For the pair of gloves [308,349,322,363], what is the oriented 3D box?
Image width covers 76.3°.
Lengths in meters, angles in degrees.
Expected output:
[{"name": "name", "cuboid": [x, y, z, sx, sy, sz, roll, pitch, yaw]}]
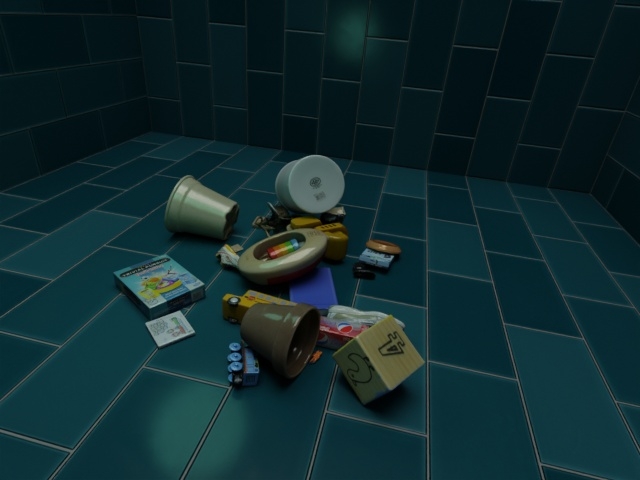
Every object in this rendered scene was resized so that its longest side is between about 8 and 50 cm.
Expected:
[{"name": "pair of gloves", "cuboid": [-0.041, 0.434, 1.549, 0.083, 0.010, 0.074, 21, 35, 29]}]

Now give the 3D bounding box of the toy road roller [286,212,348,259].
[{"name": "toy road roller", "cuboid": [0.000, 0.000, 2.133, 0.329, 0.203, 0.240, -12, 34, -30]}]

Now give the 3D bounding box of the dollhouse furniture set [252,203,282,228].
[{"name": "dollhouse furniture set", "cuboid": [-0.317, -0.151, 2.436, 0.151, 0.123, 0.144, 8, 29, 5]}]

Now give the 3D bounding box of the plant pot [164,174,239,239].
[{"name": "plant pot", "cuboid": [-0.629, -0.152, 2.238, 0.305, 0.334, 0.334, 19, 31, 3]}]

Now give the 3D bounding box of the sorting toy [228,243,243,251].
[{"name": "sorting toy", "cuboid": [-0.464, 0.039, 2.188, 0.062, 0.012, 0.083, -27, 45, -36]}]

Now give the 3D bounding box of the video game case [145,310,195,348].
[{"name": "video game case", "cuboid": [-0.594, 0.349, 1.609, 0.143, 0.019, 0.157, -18, 37, -34]}]

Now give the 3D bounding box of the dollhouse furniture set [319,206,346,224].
[{"name": "dollhouse furniture set", "cuboid": [0.084, -0.088, 2.417, 0.129, 0.129, 0.184, -5, 55, -18]}]

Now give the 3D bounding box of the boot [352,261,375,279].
[{"name": "boot", "cuboid": [0.218, 0.152, 2.063, 0.121, 0.045, 0.099, 8, 23, 2]}]

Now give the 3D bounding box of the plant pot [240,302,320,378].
[{"name": "plant pot", "cuboid": [-0.155, 0.331, 1.467, 0.229, 0.263, 0.263, 14, 30, 23]}]

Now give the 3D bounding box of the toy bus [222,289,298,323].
[{"name": "toy bus", "cuboid": [-0.232, 0.294, 1.670, 0.332, 0.108, 0.130, 13, 30, 15]}]

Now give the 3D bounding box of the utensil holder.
[{"name": "utensil holder", "cuboid": [-0.066, -0.307, 2.272, 0.327, 0.328, 0.385, -3, 5, -14]}]

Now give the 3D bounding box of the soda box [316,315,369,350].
[{"name": "soda box", "cuboid": [0.052, 0.367, 1.597, 0.263, 0.092, 0.083, 11, 30, 10]}]

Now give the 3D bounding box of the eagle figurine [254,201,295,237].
[{"name": "eagle figurine", "cuboid": [-0.209, -0.096, 2.276, 0.298, 0.226, 0.225, -11, -8, -38]}]

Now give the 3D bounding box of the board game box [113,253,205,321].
[{"name": "board game box", "cuboid": [-0.713, 0.197, 1.802, 0.336, 0.079, 0.253, 28, 36, 34]}]

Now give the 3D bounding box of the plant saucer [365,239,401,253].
[{"name": "plant saucer", "cuboid": [0.347, 0.031, 2.232, 0.200, 0.037, 0.200, 11, 8, -2]}]

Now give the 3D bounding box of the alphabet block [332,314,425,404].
[{"name": "alphabet block", "cuboid": [0.195, 0.404, 1.386, 0.193, 0.192, 0.197, -21, 68, -40]}]

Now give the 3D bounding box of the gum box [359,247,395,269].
[{"name": "gum box", "cuboid": [0.303, 0.089, 2.150, 0.157, 0.041, 0.184, 15, 20, 17]}]

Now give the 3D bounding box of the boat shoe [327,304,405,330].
[{"name": "boat shoe", "cuboid": [0.181, 0.343, 1.661, 0.320, 0.118, 0.103, 11, 66, 6]}]

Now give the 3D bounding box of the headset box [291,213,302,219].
[{"name": "headset box", "cuboid": [-0.153, -0.131, 2.520, 0.062, 0.032, 0.083, 10, 30, 10]}]

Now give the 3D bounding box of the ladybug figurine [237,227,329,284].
[{"name": "ladybug figurine", "cuboid": [-0.162, 0.083, 1.926, 0.449, 0.162, 0.305, -19, 32, -9]}]

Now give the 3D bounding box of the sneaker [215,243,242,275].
[{"name": "sneaker", "cuboid": [-0.436, 0.113, 2.012, 0.092, 0.088, 0.225, -40, 51, -17]}]

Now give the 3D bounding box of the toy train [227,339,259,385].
[{"name": "toy train", "cuboid": [-0.274, 0.435, 1.450, 0.105, 0.080, 0.184, 6, 26, -17]}]

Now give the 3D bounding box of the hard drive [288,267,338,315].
[{"name": "hard drive", "cuboid": [-0.039, 0.229, 1.884, 0.210, 0.040, 0.319, 0, 30, -7]}]
